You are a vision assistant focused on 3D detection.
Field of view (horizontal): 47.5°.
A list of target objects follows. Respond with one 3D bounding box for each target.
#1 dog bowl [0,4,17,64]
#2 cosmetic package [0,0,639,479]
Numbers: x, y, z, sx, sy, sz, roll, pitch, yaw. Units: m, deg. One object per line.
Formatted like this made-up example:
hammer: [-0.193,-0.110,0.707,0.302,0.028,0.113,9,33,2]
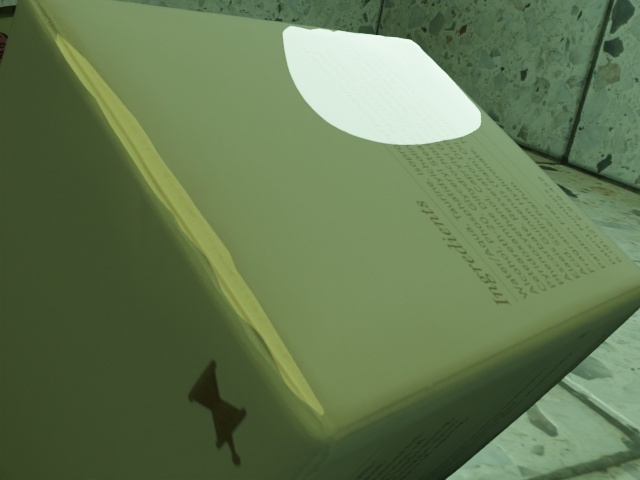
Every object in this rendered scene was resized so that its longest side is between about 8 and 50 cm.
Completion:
dog bowl: [-0.332,-0.207,1.070,0.407,0.151,0.408,-2,-2,0]
cosmetic package: [-0.028,0.052,0.577,0.393,0.329,0.327,-9,54,-47]
